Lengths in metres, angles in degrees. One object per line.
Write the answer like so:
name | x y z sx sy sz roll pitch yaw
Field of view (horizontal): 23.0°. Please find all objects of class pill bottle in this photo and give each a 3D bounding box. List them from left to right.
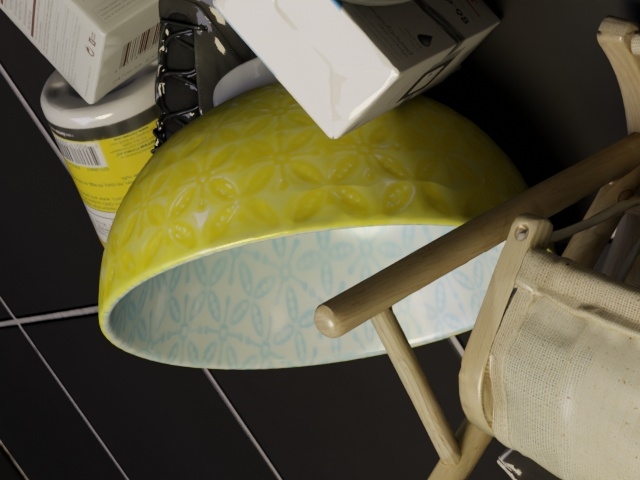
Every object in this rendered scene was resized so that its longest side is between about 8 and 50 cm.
pill bottle | -0.142 -0.053 1.305 0.119 0.119 0.208 24 143 44

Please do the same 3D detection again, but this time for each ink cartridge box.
ink cartridge box | 0.032 -0.135 0.903 0.104 0.180 0.060 48 124 5

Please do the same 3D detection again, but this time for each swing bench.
swing bench | 0.187 0.044 0.751 0.253 0.255 0.165 24 150 45

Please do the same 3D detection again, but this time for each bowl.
bowl | -0.004 -0.030 1.010 0.289 0.290 0.156 125 140 -64

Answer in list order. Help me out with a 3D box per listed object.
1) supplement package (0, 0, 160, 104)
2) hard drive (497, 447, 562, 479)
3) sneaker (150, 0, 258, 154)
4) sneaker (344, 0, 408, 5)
supplement package | -0.188 -0.213 1.187 0.179 0.105 0.105 47 154 10
hard drive | 0.253 0.240 0.989 0.339 0.064 0.237 47 -178 11
sneaker | -0.067 -0.105 1.105 0.109 0.130 0.286 18 138 52
sneaker | -0.017 -0.320 0.693 0.447 0.169 0.257 60 155 -11
